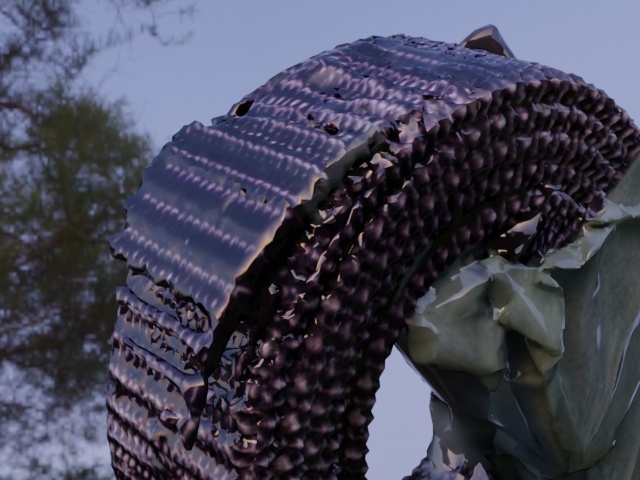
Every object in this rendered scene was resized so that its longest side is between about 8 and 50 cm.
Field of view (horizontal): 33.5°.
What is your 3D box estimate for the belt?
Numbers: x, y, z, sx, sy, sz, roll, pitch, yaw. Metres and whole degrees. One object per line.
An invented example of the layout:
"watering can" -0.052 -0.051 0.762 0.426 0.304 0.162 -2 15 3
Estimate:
"belt" 0.049 0.073 0.453 0.260 0.122 0.325 -41 -52 -26
